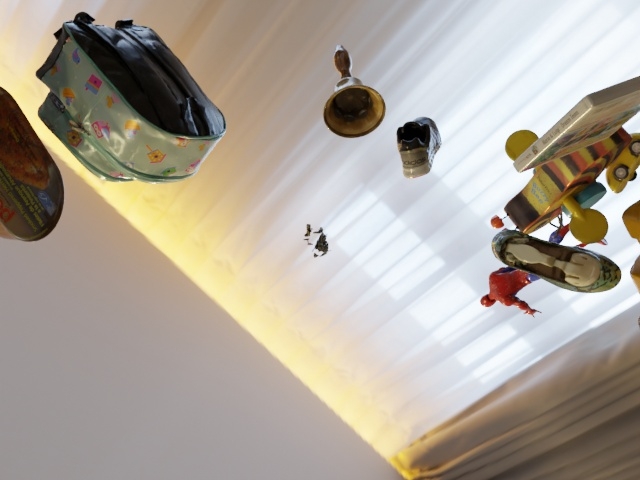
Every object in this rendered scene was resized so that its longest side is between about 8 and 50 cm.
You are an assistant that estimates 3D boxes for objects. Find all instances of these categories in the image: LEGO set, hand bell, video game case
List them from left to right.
[{"bbox_3d":[-0.001,0.002,1.187,0.083,0.024,0.054,13,-102,-66],"label":"LEGO set"},{"bbox_3d":[0.054,-0.336,1.497,0.126,0.126,0.242,25,-144,-29],"label":"hand bell"},{"bbox_3d":[0.310,-0.136,0.801,0.157,0.143,0.019,-22,-105,-25],"label":"video game case"}]

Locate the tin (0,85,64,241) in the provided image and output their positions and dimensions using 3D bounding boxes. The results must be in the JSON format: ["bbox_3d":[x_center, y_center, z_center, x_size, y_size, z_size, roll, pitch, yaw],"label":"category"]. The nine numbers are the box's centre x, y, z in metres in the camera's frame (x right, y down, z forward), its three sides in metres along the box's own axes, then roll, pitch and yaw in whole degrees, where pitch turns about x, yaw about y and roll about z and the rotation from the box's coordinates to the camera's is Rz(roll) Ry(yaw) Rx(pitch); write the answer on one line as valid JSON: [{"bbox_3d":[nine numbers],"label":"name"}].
[{"bbox_3d":[-0.341,-0.079,0.762,0.189,0.040,0.106,72,-155,-43],"label":"tin"}]

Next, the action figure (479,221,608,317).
[{"bbox_3d":[0.450,0.062,1.439,0.139,0.280,0.091,19,-138,-43],"label":"action figure"}]

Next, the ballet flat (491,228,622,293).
[{"bbox_3d":[0.337,0.034,1.028,0.189,0.070,0.070,15,-148,13],"label":"ballet flat"}]

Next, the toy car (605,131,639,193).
[{"bbox_3d":[0.482,-0.202,1.023,0.053,0.239,0.225,39,170,29],"label":"toy car"}]

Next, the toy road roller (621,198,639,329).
[{"bbox_3d":[0.513,0.040,0.873,0.240,0.203,0.329,59,177,-9],"label":"toy road roller"}]

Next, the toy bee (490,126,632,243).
[{"bbox_3d":[0.347,-0.057,1.081,0.162,0.298,0.195,-29,-132,-15],"label":"toy bee"}]

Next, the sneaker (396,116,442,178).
[{"bbox_3d":[0.165,-0.176,1.208,0.170,0.063,0.074,-68,-32,-50],"label":"sneaker"}]

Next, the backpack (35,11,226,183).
[{"bbox_3d":[-0.207,-0.144,0.807,0.188,0.144,0.166,41,-156,14],"label":"backpack"}]
